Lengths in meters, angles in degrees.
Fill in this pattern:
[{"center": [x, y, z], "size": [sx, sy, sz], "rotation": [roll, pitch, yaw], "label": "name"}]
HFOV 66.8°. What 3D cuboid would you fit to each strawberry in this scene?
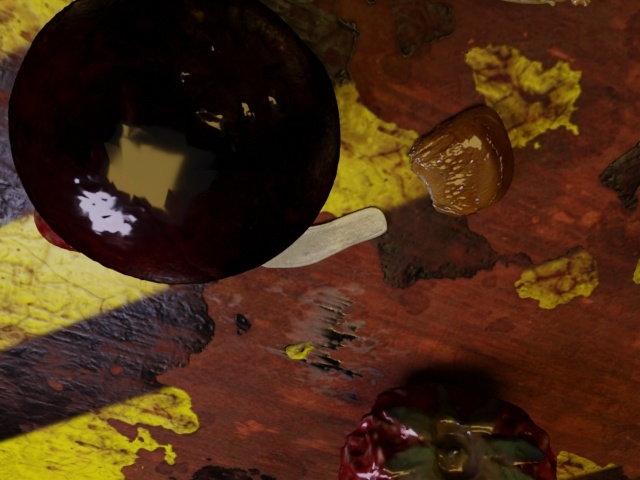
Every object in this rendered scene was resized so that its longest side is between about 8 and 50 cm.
[{"center": [0.190, 0.388, 0.789], "size": [0.317, 0.295, 0.345], "rotation": [-20, 153, -10], "label": "strawberry"}]

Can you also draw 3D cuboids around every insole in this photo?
[{"center": [0.000, 0.000, 0.683], "size": [0.192, 0.010, 0.063], "rotation": [-18, 118, 9], "label": "insole"}]

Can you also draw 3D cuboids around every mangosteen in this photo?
[{"center": [-0.132, -0.101, 0.482], "size": [0.297, 0.293, 0.297], "rotation": [-3, 98, -24], "label": "mangosteen"}]

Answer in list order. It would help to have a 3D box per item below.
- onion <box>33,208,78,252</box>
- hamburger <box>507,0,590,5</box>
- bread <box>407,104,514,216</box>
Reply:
[{"center": [-0.299, -0.026, 0.612], "size": [0.107, 0.097, 0.107], "rotation": [-8, 139, -7], "label": "onion"}, {"center": [0.195, -0.344, 0.401], "size": [0.294, 0.179, 0.276], "rotation": [-4, 118, 1], "label": "hamburger"}, {"center": [0.187, -0.093, 0.620], "size": [0.126, 0.044, 0.129], "rotation": [-26, 120, 13], "label": "bread"}]
